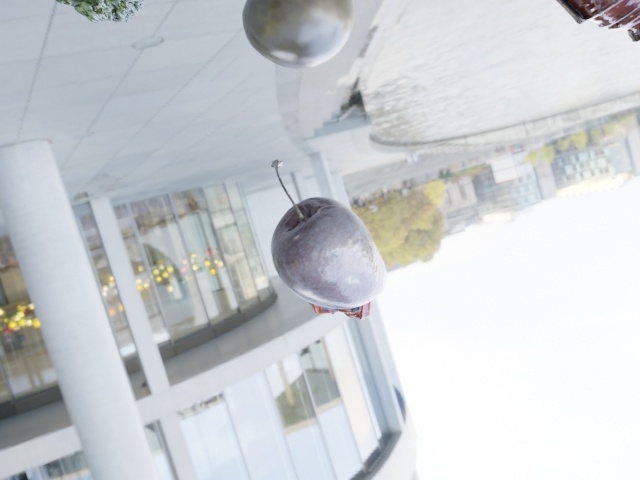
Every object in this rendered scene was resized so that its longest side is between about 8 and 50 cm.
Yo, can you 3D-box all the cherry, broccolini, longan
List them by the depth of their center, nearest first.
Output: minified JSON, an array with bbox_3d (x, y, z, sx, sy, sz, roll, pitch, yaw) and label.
[{"bbox_3d":[-0.263,-0.268,0.601,0.203,0.091,0.068,18,159,-23],"label":"broccolini"},{"bbox_3d":[0.007,0.001,0.736,0.148,0.115,0.188,14,-159,-15],"label":"cherry"},{"bbox_3d":[-0.035,-0.407,1.165,0.198,0.198,0.212,-13,-141,43],"label":"longan"}]

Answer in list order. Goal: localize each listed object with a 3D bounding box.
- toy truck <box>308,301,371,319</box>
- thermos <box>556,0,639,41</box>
[{"bbox_3d":[0.003,0.070,1.315,0.114,0.107,0.253,-16,-147,-24],"label":"toy truck"},{"bbox_3d":[0.239,-0.270,0.569,0.099,0.232,0.124,-40,-172,4],"label":"thermos"}]
